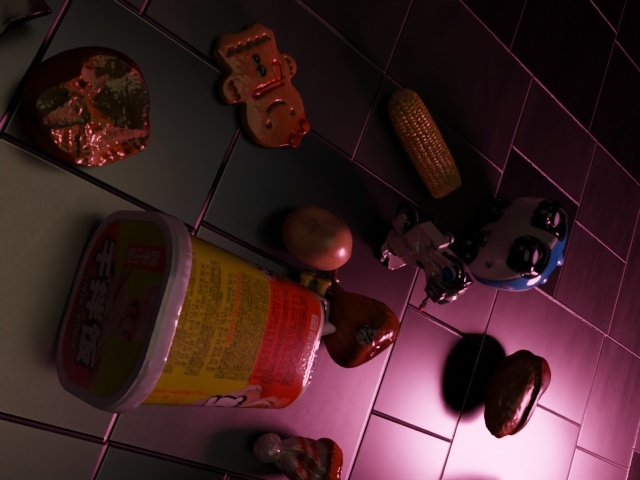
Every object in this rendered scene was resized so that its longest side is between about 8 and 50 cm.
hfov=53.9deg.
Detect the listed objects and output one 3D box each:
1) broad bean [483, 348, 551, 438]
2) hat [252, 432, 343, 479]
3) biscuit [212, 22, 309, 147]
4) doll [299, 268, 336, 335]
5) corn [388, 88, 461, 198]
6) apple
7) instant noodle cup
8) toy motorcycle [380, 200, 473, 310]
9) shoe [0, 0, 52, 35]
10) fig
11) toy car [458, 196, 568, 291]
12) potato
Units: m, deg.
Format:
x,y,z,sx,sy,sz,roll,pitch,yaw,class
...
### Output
x,y,z,sx,sy,sz,roll,pitch,yaw,class
0.454,0.357,1.478,0.228,0.122,0.156,-48,148,-19,broad bean
-0.044,0.393,1.128,0.162,0.094,0.112,33,46,-26,hat
-0.097,-0.260,1.097,0.166,0.036,0.225,-32,110,-33,biscuit
-0.039,0.156,1.121,0.129,0.081,0.207,20,83,4,doll
0.216,-0.197,1.304,0.081,0.081,0.248,-46,117,-26,corn
-0.323,-0.185,0.867,0.158,0.147,0.156,-5,127,-27,apple
-0.174,0.124,0.929,0.308,0.294,0.293,22,79,-42,instant noodle cup
0.203,0.037,1.248,0.102,0.221,0.150,-16,146,-33,toy motorcycle
-0.407,-0.294,0.824,0.093,0.108,0.240,6,95,-38,shoe
0.048,0.135,1.189,0.146,0.134,0.201,-20,72,-51,fig
0.453,0.021,1.425,0.255,0.189,0.190,-50,125,-27,toy car
-0.003,0.000,1.134,0.147,0.112,0.112,23,78,-28,potato
